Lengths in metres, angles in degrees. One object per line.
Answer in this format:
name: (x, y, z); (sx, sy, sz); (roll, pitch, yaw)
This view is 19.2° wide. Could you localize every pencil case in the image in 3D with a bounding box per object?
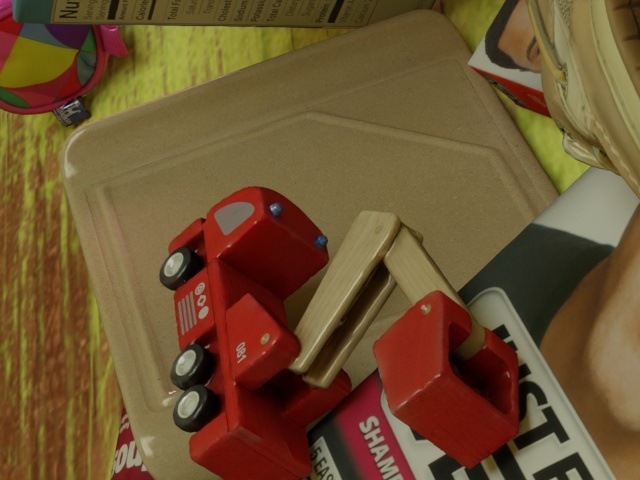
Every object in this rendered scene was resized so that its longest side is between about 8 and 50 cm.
pencil case: (-0.200, -0.178, 1.260); (0.104, 0.104, 0.236); (-43, 41, 17)

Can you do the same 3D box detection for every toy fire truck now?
toy fire truck: (0.002, 0.032, 0.759); (0.135, 0.047, 0.192); (-39, 35, 22)

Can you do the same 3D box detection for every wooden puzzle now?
wooden puzzle: (0.000, 0.000, 0.907); (0.221, 0.044, 0.238); (-20, 45, -3)

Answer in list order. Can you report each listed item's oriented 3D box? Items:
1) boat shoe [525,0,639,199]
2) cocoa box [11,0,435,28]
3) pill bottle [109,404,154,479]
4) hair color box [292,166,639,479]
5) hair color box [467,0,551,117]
boat shoe: (0.127, -0.071, 0.665); (0.302, 0.109, 0.098); (-104, 18, -46)
cocoa box: (-0.052, -0.310, 0.978); (0.231, 0.228, 0.347); (114, 152, -58)
pill bottle: (-0.061, 0.131, 0.901); (0.086, 0.086, 0.152); (-19, 51, 38)
hair color box: (0.161, 0.051, 0.700); (0.374, 0.113, 0.185); (-44, 39, 15)
hair color box: (0.139, -0.085, 0.875); (0.141, 0.043, 0.072); (27, 86, 53)
